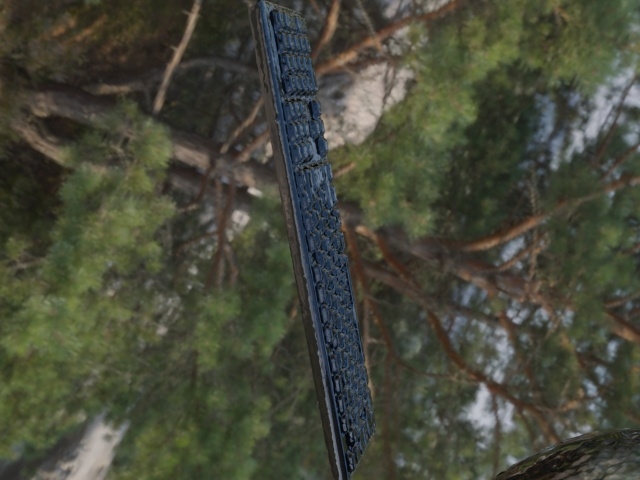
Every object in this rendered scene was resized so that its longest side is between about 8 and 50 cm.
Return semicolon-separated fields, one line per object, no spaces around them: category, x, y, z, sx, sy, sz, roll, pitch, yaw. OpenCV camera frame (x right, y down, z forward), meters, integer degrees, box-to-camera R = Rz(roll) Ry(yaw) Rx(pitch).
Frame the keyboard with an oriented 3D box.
keyboard;0.000;0.000;0.361;0.064;0.010;0.197;-32;113;-71

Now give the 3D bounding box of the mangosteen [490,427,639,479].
mangosteen;0.161;0.202;0.311;0.288;0.288;0.288;-60;170;-18
